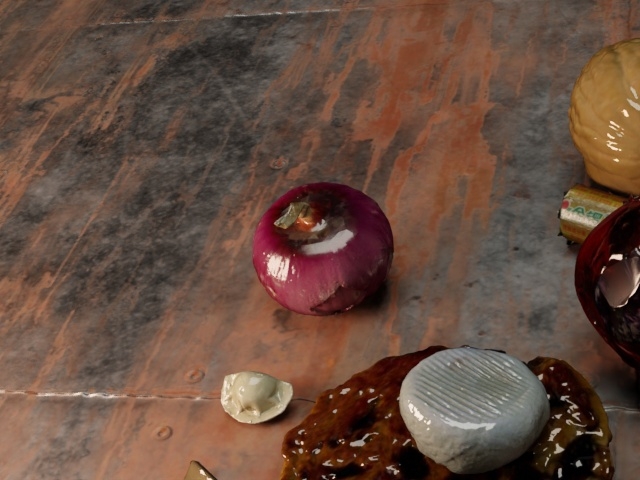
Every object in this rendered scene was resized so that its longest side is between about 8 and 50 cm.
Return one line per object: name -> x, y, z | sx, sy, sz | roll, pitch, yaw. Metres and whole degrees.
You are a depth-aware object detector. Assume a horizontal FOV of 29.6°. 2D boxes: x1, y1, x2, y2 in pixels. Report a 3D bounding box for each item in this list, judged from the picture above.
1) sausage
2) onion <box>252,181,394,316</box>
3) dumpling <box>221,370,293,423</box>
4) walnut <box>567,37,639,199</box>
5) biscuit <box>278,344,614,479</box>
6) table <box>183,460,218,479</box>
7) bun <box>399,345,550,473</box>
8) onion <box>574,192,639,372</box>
sausage -> 0.454, 0.017, 1.404 | 0.371, 0.082, 0.082 | 20, 45, 35
onion -> 0.003, 0.007, 1.478 | 0.177, 0.153, 0.177 | -3, 24, 1
dumpling -> -0.072, 0.176, 1.358 | 0.076, 0.057, 0.052 | 12, -3, -7
walnut -> 0.425, -0.155, 1.533 | 0.225, 0.225, 0.261 | -6, 31, 8
biscuit -> 0.121, 0.223, 1.203 | 0.334, 0.081, 0.289 | -15, 36, 2
table -> -0.091, 0.305, 1.099 | 0.167, 0.167, 0.227 | -28, 30, -23
bun -> 0.144, 0.164, 1.140 | 0.141, 0.083, 0.141 | -3, 35, 2
onion -> 0.400, 0.025, 1.246 | 0.221, 0.281, 0.281 | 11, 25, -30
